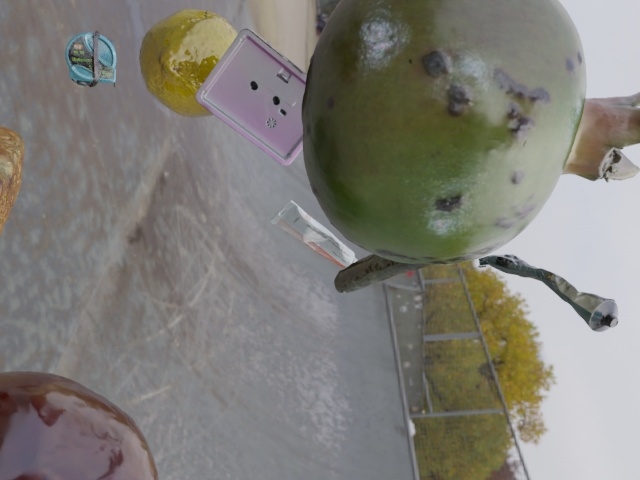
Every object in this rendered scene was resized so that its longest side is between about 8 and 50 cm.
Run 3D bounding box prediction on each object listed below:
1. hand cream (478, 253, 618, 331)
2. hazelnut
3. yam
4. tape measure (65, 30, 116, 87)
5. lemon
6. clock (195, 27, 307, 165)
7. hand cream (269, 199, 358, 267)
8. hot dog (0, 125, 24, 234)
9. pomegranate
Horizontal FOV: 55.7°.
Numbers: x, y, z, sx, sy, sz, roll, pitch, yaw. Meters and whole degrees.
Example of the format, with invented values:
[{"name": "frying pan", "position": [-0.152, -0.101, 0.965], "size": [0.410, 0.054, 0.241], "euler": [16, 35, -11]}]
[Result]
[{"name": "hand cream", "position": [0.348, 0.073, 0.925], "size": [0.248, 0.075, 0.052], "euler": [34, -78, 58]}, {"name": "hazelnut", "position": [-0.425, 0.366, 0.821], "size": [0.353, 0.420, 0.421], "euler": [-56, 167, -12]}, {"name": "yam", "position": [0.122, 0.034, 1.016], "size": [0.274, 0.061, 0.061], "euler": [-26, -120, 46]}, {"name": "tape measure", "position": [-0.601, -0.476, 1.585], "size": [0.081, 0.125, 0.146], "euler": [-146, -122, -65]}, {"name": "lemon", "position": [-0.238, -0.336, 1.158], "size": [0.260, 0.204, 0.204], "euler": [-69, 155, -73]}, {"name": "clock", "position": [-0.091, -0.245, 1.032], "size": [0.150, 0.197, 0.063], "euler": [-50, -162, 15]}, {"name": "hand cream", "position": [0.000, 0.002, 1.164], "size": [0.052, 0.216, 0.038], "euler": [-57, -151, -7]}, {"name": "hot dog", "position": [-0.525, -0.084, 0.868], "size": [0.257, 0.153, 0.150], "euler": [-117, -138, -57]}, {"name": "pomegranate", "position": [0.136, -0.090, 0.561], "size": [0.291, 0.323, 0.291], "euler": [-59, 178, -3]}]
